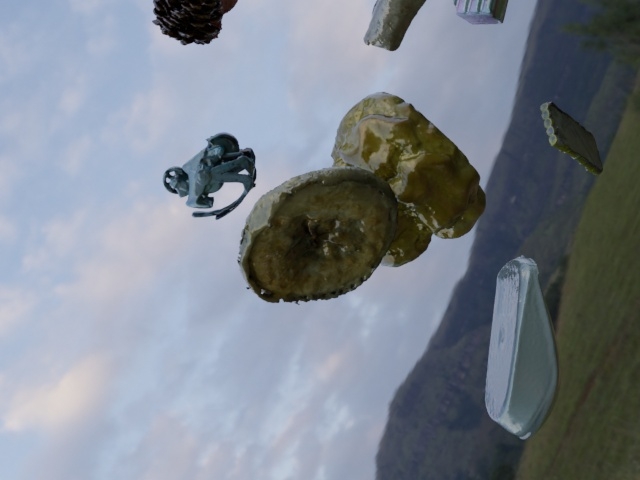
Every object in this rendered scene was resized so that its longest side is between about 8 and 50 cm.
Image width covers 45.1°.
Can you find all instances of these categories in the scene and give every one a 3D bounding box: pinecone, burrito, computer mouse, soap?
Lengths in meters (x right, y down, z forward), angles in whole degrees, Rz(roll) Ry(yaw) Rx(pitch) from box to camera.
[{"bbox_3d":[-0.287,-0.510,1.684,0.173,0.174,0.173,-45,-31,-38],"label":"pinecone"},{"bbox_3d":[0.208,-0.620,1.980,0.143,0.105,0.299,-38,-12,-35],"label":"burrito"},{"bbox_3d":[0.261,0.134,0.976,0.128,0.079,0.230,152,123,-84],"label":"computer mouse"},{"bbox_3d":[0.285,-0.461,1.353,0.056,0.100,0.149,12,-89,-49],"label":"soap"}]

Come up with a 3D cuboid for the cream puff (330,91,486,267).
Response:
[{"bbox_3d":[0.115,-0.081,1.369,0.257,0.324,0.291,-47,-69,-3],"label":"cream puff"}]

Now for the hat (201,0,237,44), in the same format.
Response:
[{"bbox_3d":[-0.289,-0.602,1.816,0.107,0.237,0.286,-83,-6,-59],"label":"hat"}]

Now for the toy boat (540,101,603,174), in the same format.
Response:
[{"bbox_3d":[0.311,-0.125,0.951,0.115,0.016,0.063,23,-128,-41],"label":"toy boat"}]

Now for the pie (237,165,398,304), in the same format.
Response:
[{"bbox_3d":[0.000,0.000,1.194,0.274,0.055,0.274,-14,-45,-14],"label":"pie"}]

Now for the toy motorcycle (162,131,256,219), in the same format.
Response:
[{"bbox_3d":[-0.300,-0.173,2.173,0.260,0.206,0.154,-35,16,16],"label":"toy motorcycle"}]
